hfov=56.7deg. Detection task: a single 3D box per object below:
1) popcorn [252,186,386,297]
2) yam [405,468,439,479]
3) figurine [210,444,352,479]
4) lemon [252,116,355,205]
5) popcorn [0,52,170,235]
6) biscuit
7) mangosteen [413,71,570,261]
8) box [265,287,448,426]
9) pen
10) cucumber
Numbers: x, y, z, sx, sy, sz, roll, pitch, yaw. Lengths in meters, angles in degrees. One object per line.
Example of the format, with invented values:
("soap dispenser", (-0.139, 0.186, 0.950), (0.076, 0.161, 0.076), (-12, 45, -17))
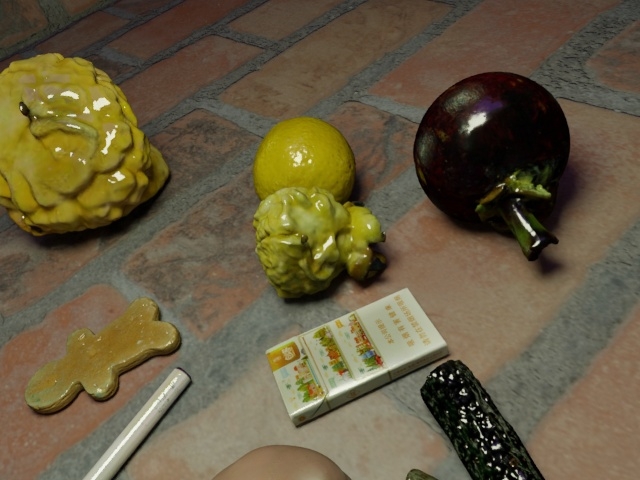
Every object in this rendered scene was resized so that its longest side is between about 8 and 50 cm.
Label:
("popcorn", (-0.004, -0.009, 0.891), (0.195, 0.169, 0.173), (-17, 20, -6))
("yam", (0.132, 0.279, 0.621), (0.094, 0.043, 0.043), (17, 52, 35))
("figurine", (-0.004, 0.330, 0.455), (0.248, 0.276, 0.388), (-53, 51, 24))
("lemon", (-0.027, -0.122, 1.016), (0.178, 0.178, 0.203), (-7, 41, 13))
("popcorn", (-0.469, -0.180, 1.162), (0.348, 0.349, 0.381), (-2, 5, 18))
("biscuit", (-0.338, 0.180, 0.909), (0.234, 0.030, 0.153), (-35, 43, -17))
("mangosteen", (0.262, -0.105, 0.855), (0.231, 0.231, 0.289), (-19, 46, 0))
("box", (0.045, 0.150, 0.799), (0.220, 0.032, 0.122), (-24, 42, -6))
("pen", (-0.263, 0.276, 0.775), (0.033, 0.033, 0.269), (14, 51, 32))
("cucumber", (0.192, 0.247, 0.614), (0.072, 0.072, 0.300), (-23, 41, -5))
